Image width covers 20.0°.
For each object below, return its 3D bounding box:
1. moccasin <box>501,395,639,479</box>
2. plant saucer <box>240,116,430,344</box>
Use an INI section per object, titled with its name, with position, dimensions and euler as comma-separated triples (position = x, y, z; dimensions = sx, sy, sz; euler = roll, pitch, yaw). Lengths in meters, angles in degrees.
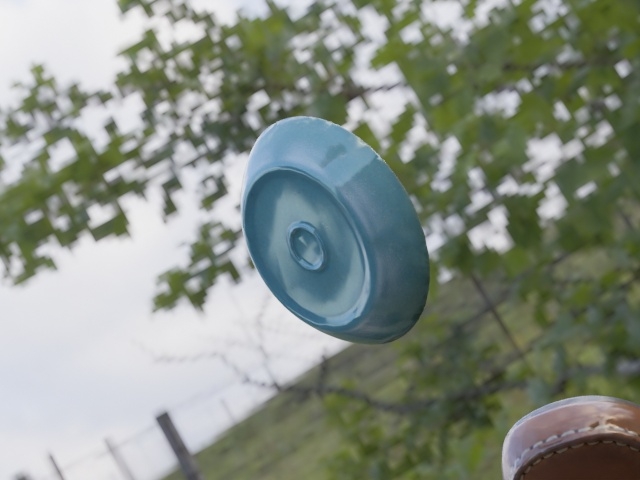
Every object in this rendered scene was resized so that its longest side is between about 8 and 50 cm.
[moccasin]
position = 0.193, 0.254, 0.995
dimensions = 0.139, 0.380, 0.147
euler = -11, 24, 15
[plant saucer]
position = 0.000, 0.000, 0.863
dimensions = 0.021, 0.119, 0.119
euler = -31, -12, -38
